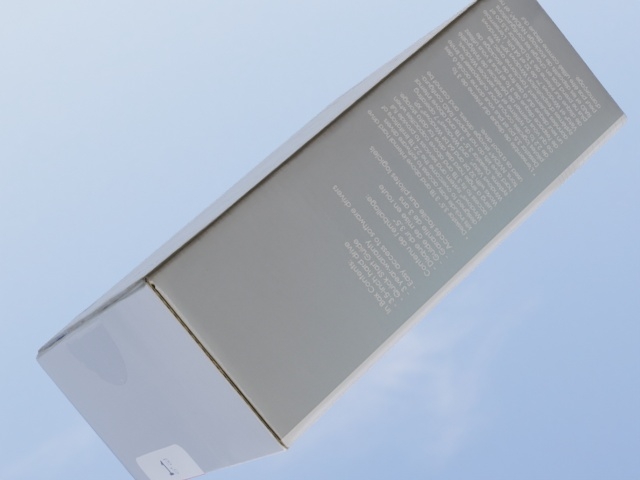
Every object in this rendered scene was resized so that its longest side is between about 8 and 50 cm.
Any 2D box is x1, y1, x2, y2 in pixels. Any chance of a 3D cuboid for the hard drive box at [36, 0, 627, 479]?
[{"bbox_3d":[0.000,0.000,0.706,0.232,0.089,0.181,-41,-175,-26],"label":"hard drive box"}]
